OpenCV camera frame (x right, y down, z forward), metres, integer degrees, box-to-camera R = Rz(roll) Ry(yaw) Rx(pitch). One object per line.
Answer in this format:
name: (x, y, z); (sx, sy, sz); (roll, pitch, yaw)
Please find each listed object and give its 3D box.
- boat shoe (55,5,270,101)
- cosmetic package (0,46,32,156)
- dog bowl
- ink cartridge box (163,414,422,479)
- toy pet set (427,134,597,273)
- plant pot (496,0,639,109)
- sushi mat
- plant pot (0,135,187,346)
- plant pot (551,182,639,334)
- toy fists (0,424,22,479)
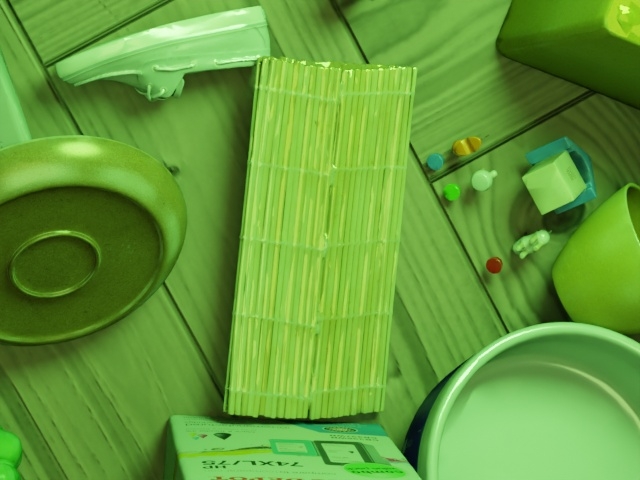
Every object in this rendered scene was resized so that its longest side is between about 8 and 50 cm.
boat shoe: (-0.131, -0.152, 1.559); (0.184, 0.066, 0.063); (-16, 97, -15)
cosmetic package: (-0.437, -0.099, 1.428); (0.385, 0.156, 0.217); (-19, 139, -5)
dog bowl: (0.204, 0.209, 1.576); (0.264, 0.104, 0.265); (3, 75, -13)
ink cartridge box: (-0.029, 0.269, 1.510); (0.198, 0.270, 0.197); (3, 96, -8)
toy pet set: (0.178, -0.051, 1.621); (0.114, 0.065, 0.122); (-25, 98, 31)
plant pot: (0.300, -0.220, 1.541); (0.212, 0.187, 0.212); (20, 93, -10)
sushi mat: (0.000, 0.000, 1.594); (0.151, 0.019, 0.317); (3, 97, -25)
plant pot: (-0.221, 0.012, 1.502); (0.236, 0.032, 0.236); (-13, 138, -12)
plant pot: (0.261, 0.031, 1.605); (0.095, 0.134, 0.134); (-29, 100, 23)
toy fists: (-0.288, 0.285, 1.542); (0.096, 0.142, 0.279); (2, 97, -8)
